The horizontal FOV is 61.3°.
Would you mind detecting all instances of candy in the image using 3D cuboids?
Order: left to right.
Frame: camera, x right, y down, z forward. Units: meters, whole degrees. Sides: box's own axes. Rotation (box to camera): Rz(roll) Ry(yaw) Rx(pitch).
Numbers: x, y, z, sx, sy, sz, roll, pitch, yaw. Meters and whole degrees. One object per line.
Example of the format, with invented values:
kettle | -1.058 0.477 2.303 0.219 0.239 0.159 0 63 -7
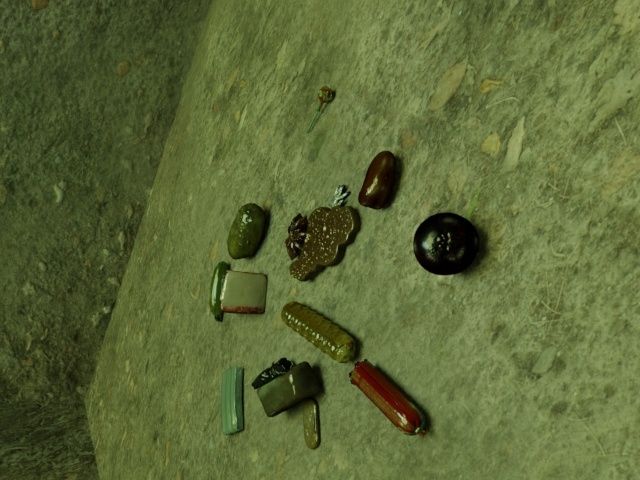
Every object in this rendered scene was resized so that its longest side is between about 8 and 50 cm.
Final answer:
candy | -0.102 0.460 1.659 0.234 0.102 0.104 -43 67 44
candy | -0.009 -0.451 1.878 0.056 0.049 0.184 34 123 7

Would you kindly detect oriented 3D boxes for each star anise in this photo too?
star anise | -0.079 -0.014 1.826 0.168 0.057 0.167 -20 64 49

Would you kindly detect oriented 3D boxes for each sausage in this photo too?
sausage | 0.170 0.394 1.331 0.264 0.083 0.083 36 109 52

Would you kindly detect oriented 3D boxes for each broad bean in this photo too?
broad bean | 0.163 -0.171 1.510 0.114 0.085 0.165 -4 71 59

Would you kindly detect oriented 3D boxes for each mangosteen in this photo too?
mangosteen | 0.289 0.009 1.245 0.153 0.153 0.152 -22 63 50

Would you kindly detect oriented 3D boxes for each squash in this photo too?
squash | -0.424 0.209 2.235 0.066 0.066 0.251 -7 74 54

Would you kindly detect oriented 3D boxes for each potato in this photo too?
potato | -0.287 -0.029 2.081 0.149 0.113 0.251 44 125 42

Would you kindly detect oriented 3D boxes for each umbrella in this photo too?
umbrella | -0.166 0.455 1.806 0.066 0.059 0.236 47 133 1

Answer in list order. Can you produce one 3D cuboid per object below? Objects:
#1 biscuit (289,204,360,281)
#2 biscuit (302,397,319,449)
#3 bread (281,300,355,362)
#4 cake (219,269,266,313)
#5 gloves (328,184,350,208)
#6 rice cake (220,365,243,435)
biscuit | 0.004 0.009 1.695 0.319 0.047 0.183 -57 49 22
biscuit | -0.029 0.548 1.616 0.071 0.018 0.147 -32 56 49
bread | -0.014 0.268 1.630 0.368 0.077 0.084 23 100 56
cake | -0.280 0.203 2.051 0.262 0.160 0.158 100 176 -81
gloves | 0.060 -0.136 1.695 0.064 0.026 0.086 44 111 49
rice cake | -0.329 0.594 2.004 0.127 0.043 0.236 -33 53 47
